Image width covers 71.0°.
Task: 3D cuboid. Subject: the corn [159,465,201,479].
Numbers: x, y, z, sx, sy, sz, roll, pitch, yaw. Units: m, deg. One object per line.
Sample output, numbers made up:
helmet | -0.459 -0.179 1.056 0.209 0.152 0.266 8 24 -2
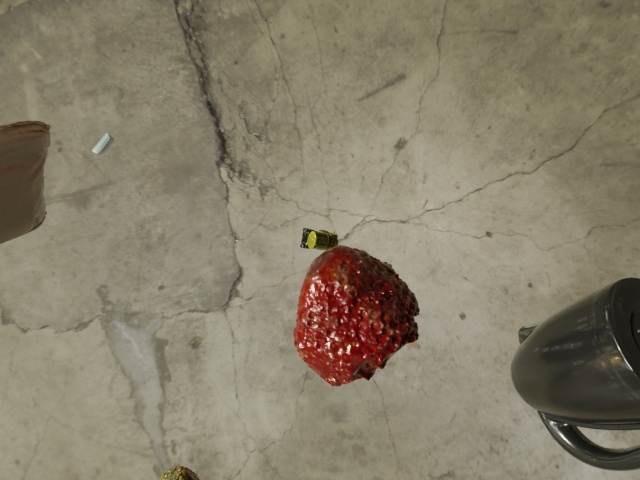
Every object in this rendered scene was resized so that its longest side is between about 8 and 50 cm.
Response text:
corn | -0.279 0.588 0.972 0.102 0.102 0.313 -5 125 12

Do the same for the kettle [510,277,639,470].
kettle | 0.460 0.242 0.753 0.207 0.290 0.268 -4 63 -28

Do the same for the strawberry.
strawberry | 0.056 0.137 0.882 0.257 0.261 0.261 43 101 -6

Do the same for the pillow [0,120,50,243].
pillow | -0.424 -0.066 0.599 0.034 0.135 0.211 41 129 9

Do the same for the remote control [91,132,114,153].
remote control | -0.579 -0.256 1.204 0.029 0.162 0.061 40 85 -22

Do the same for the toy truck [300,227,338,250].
toy truck | 0.000 0.000 1.038 0.054 0.083 0.049 13 95 47
